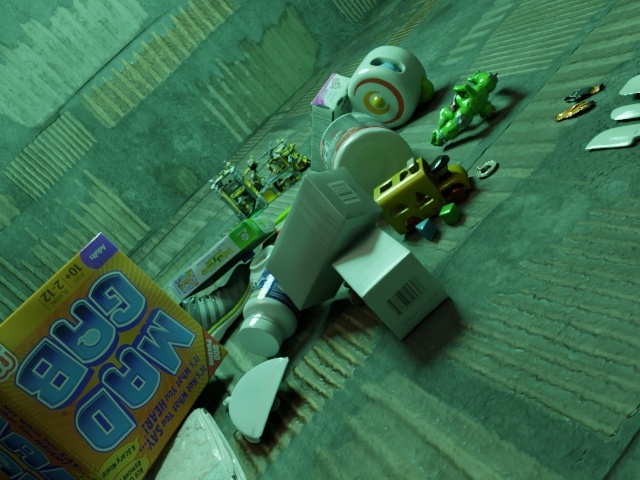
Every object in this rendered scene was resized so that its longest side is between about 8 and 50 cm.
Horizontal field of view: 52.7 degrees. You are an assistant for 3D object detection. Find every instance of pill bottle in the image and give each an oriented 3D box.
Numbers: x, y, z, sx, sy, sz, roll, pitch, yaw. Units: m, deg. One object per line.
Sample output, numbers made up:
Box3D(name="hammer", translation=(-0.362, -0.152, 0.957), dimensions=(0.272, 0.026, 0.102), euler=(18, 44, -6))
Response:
Box3D(name="pill bottle", translation=(-0.088, 0.131, 1.274), dimensions=(0.112, 0.112, 0.187), euler=(-27, 26, 38))
Box3D(name="pill bottle", translation=(0.094, -0.199, 1.495), dimensions=(0.176, 0.176, 0.318), euler=(-41, 20, 7))

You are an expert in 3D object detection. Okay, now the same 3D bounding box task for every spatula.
Box3D(name="spatula", translation=(0.520, -0.203, 0.938), dimensions=(0.168, 0.019, 0.242), euler=(-49, 21, -17))

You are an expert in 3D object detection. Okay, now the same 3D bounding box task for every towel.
Box3D(name="towel", translation=(-0.274, 0.458, 1.062), dimensions=(0.332, 0.053, 0.317), euler=(-46, 20, -11))

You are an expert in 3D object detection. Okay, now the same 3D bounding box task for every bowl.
Box3D(name="bowl", translation=(-0.110, 0.064, 1.494), dimensions=(0.170, 0.080, 0.170), euler=(-37, 20, 16))

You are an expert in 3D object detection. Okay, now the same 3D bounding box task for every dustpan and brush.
Box3D(name="dustpan and brush", translation=(-0.127, 0.283, 1.145), dimensions=(0.211, 0.060, 0.147), euler=(-10, 50, 46))

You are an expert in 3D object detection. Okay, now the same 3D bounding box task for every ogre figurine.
Box3D(name="ogre figurine", translation=(0.315, -0.292, 1.390), dimensions=(0.197, 0.097, 0.118), euler=(-35, 7, -11))

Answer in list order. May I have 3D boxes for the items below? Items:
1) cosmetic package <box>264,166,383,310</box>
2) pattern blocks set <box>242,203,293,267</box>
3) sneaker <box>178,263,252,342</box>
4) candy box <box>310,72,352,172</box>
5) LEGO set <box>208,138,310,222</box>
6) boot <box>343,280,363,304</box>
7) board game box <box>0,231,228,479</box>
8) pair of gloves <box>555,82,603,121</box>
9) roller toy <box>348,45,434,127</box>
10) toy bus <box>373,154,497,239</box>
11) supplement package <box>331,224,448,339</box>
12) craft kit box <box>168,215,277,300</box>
Box3D(name="cosmetic package", translation=(0.000, 0.000, 1.177), dimensions=(0.107, 0.127, 0.238), euler=(-17, -33, -39))
Box3D(name="pattern blocks set", translation=(-0.088, -0.024, 1.696), dimensions=(0.325, 0.026, 0.285), euler=(-36, 19, 21))
Box3D(name="sneaker", translation=(-0.260, 0.159, 1.512), dimensions=(0.111, 0.121, 0.300), euler=(-26, 25, 52))
Box3D(name="candy box", translation=(0.031, -0.323, 1.810), dimensions=(0.233, 0.071, 0.159), euler=(93, -160, -47))
Box3D(name="LEGO set", translation=(-0.216, -0.227, 2.103), dimensions=(0.331, 0.192, 0.255), euler=(-35, 22, 21))
Box3D(name="boot", translation=(0.068, 0.076, 1.206), dimensions=(0.118, 0.042, 0.087), euler=(-56, 16, -28))
Box3D(name="board game box", translation=(-0.482, 0.277, 1.277), dimensions=(0.356, 0.356, 0.356), euler=(-33, 17, 41))
Box3D(name="pair of gloves", translation=(0.459, -0.247, 1.150), dimensions=(0.074, 0.010, 0.083), euler=(-16, 33, 52))
Box3D(name="roller toy", translation=(0.175, -0.403, 1.726), dimensions=(0.209, 0.191, 0.146), euler=(-19, 32, 47))
Box3D(name="toy bus", translation=(0.196, -0.106, 1.224), dimensions=(0.202, 0.104, 0.191), euler=(-52, 22, -21))
Box3D(name="supplement package", translation=(0.108, 0.062, 1.053), dimensions=(0.105, 0.105, 0.179), euler=(-43, 21, 1))
Box3D(name="craft kit box", translation=(-0.236, 0.038, 1.616), dimensions=(0.246, 0.061, 0.250), euler=(-43, -1, 8))
